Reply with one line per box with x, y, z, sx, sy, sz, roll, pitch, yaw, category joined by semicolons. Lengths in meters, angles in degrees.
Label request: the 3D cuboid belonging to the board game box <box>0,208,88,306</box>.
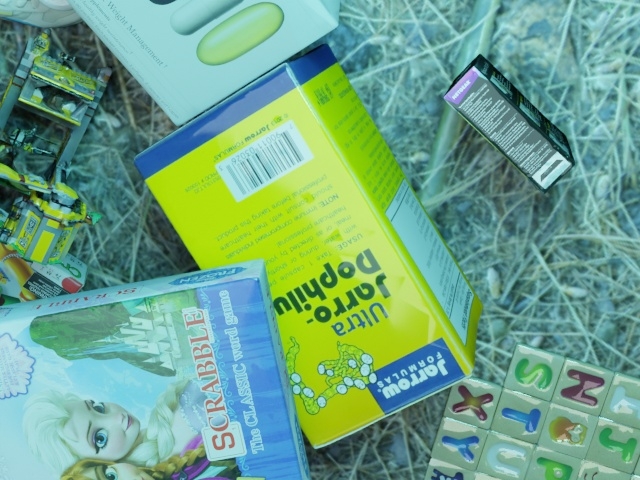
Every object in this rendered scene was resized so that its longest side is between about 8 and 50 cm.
-0.458;0.023;1.242;0.305;0.053;0.193;36;111;-21;board game box

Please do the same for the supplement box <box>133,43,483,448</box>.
0.000;0.000;1.114;0.195;0.194;0.357;-29;98;18;supplement box

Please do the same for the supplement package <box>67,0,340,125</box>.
-0.114;-0.263;1.037;0.203;0.149;0.194;-29;121;23;supplement package

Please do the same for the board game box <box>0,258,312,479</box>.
-0.180;0.202;1.049;0.318;0.066;0.319;-11;104;5;board game box

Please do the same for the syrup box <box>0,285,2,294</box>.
-0.489;0.050;1.170;0.237;0.093;0.096;32;114;-19;syrup box

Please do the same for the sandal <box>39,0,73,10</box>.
-0.307;-0.365;1.132;0.102;0.076;0.265;-18;87;2;sandal

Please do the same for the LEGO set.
-0.363;-0.141;1.108;0.331;0.255;0.192;26;110;-13;LEGO set

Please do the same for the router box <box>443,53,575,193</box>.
0.190;-0.122;1.049;0.133;0.179;0.046;44;107;-2;router box

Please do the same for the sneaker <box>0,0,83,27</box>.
-0.356;-0.283;1.164;0.228;0.092;0.087;8;105;8;sneaker

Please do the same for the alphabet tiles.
0.301;0.280;1.228;0.342;0.011;0.285;16;108;7;alphabet tiles
